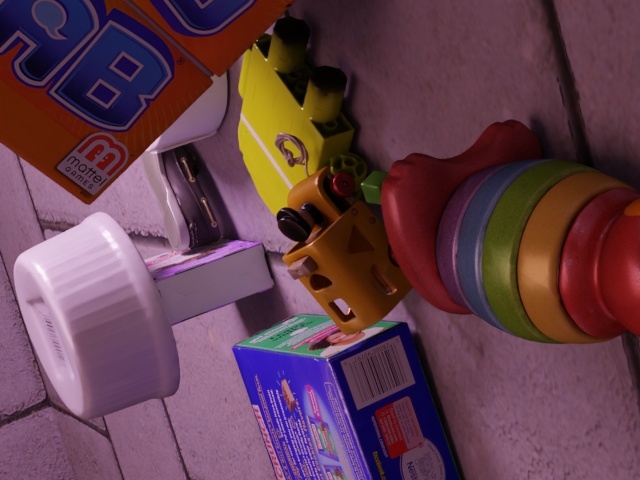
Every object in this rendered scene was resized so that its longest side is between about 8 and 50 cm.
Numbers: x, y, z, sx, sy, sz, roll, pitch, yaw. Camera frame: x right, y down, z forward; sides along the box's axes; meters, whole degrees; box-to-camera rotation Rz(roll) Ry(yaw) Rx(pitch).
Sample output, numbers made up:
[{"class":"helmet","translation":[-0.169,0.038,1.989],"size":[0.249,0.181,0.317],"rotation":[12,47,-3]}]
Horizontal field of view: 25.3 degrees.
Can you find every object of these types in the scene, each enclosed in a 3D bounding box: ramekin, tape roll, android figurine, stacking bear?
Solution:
[{"class":"ramekin","translation":[-0.315,0.112,1.969],"size":[0.277,0.135,0.277],"rotation":[48,151,39]},{"class":"tape roll","translation":[-0.232,-0.266,1.937],"size":[0.286,0.100,0.286],"rotation":[46,147,42]},{"class":"android figurine","translation":[-0.029,-0.124,1.670],"size":[0.248,0.056,0.273],"rotation":[54,152,30]},{"class":"stacking bear","translation":[0.211,0.009,1.148],"size":[0.289,0.175,0.164],"rotation":[15,121,53]}]

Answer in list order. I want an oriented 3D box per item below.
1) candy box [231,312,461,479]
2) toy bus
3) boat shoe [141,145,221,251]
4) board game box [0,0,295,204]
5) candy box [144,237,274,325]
[{"class":"candy box","translation":[0.032,0.236,1.754],"size":[0.317,0.122,0.268],"rotation":[-3,108,65]},{"class":"toy bus","translation":[0.010,0.008,1.567],"size":[0.202,0.104,0.191],"rotation":[23,141,29]},{"class":"boat shoe","translation":[-0.207,-0.090,2.065],"size":[0.081,0.069,0.227],"rotation":[119,136,-59]},{"class":"board game box","translation":[-0.271,-0.332,1.385],"size":[0.356,0.356,0.356],"rotation":[40,-170,-41]},{"class":"candy box","translation":[-0.183,0.055,2.015],"size":[0.196,0.165,0.070],"rotation":[6,114,64]}]
